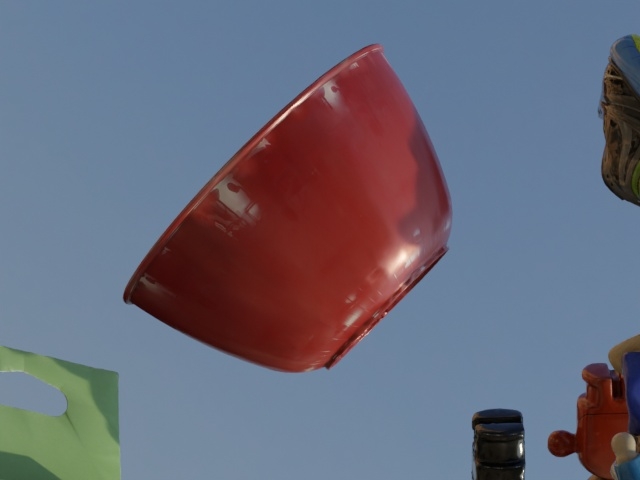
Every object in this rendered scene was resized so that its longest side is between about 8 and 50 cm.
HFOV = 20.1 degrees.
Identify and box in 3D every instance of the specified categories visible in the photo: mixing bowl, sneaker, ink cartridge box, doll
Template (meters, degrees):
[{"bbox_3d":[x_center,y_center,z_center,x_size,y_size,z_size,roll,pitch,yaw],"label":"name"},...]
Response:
[{"bbox_3d":[0.000,0.000,0.901,0.098,0.181,0.181,45,-26,4],"label":"mixing bowl"},{"bbox_3d":[0.206,-0.040,1.033,0.188,0.067,0.078,-108,-154,-45],"label":"sneaker"},{"bbox_3d":[-0.188,0.176,1.212,0.056,0.171,0.235,-26,-123,43],"label":"ink cartridge box"},{"bbox_3d":[0.226,0.151,1.155,0.129,0.189,0.046,37,-55,-26],"label":"doll"}]

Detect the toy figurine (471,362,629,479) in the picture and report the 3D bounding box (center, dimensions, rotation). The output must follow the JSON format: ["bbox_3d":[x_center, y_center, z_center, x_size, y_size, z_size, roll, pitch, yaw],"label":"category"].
[{"bbox_3d":[0.224,0.195,1.312,0.210,0.213,0.148,14,-68,43],"label":"toy figurine"}]
